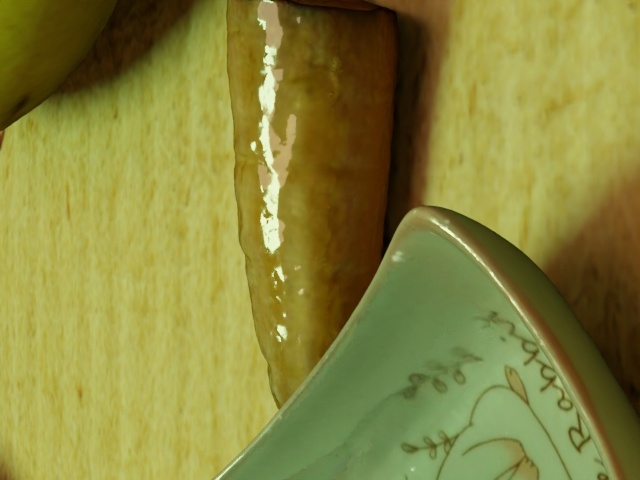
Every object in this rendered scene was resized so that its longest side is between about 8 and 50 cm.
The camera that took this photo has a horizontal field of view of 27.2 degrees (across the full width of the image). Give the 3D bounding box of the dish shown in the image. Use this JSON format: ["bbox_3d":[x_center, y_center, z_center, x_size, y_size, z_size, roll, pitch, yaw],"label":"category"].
[{"bbox_3d":[0.043,0.105,0.455,0.212,0.077,0.151,-55,49,39],"label":"dish"}]

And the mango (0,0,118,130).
[{"bbox_3d":[-0.211,-0.195,0.700,0.445,0.221,0.301,-9,78,52],"label":"mango"}]

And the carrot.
[{"bbox_3d":[0.000,0.000,0.539,0.072,0.072,0.205,11,106,54],"label":"carrot"}]
